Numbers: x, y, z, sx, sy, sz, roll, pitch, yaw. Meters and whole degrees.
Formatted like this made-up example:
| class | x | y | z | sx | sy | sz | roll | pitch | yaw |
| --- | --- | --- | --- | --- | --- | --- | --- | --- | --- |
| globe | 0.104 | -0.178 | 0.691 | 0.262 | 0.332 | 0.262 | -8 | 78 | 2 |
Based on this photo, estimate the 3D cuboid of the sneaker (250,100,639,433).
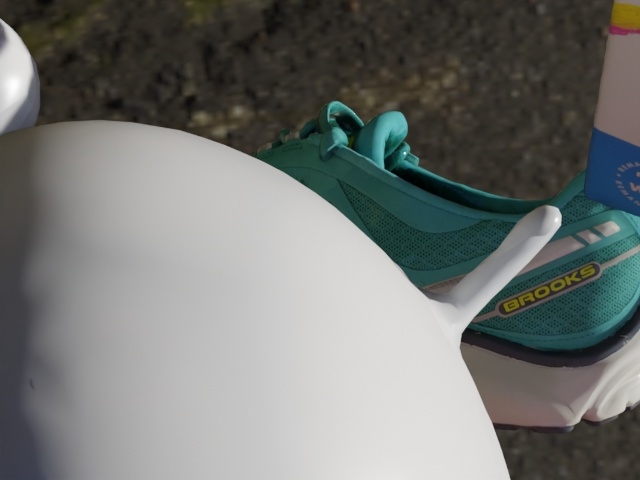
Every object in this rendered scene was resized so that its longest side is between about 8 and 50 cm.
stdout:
| class | x | y | z | sx | sy | sz | roll | pitch | yaw |
| --- | --- | --- | --- | --- | --- | --- | --- | --- | --- |
| sneaker | 0.000 | 0.000 | 0.758 | 0.107 | 0.275 | 0.110 | -31 | 124 | -70 |

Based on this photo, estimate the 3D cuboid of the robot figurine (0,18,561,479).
| class | x | y | z | sx | sy | sz | roll | pitch | yaw |
| --- | --- | --- | --- | --- | --- | --- | --- | --- | --- |
| robot figurine | -0.106 | 0.093 | 0.428 | 0.200 | 0.353 | 0.300 | 43 | 33 | -65 |

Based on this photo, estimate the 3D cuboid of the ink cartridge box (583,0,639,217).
| class | x | y | z | sx | sy | sz | roll | pitch | yaw |
| --- | --- | --- | --- | --- | --- | --- | --- | --- | --- |
| ink cartridge box | 0.158 | -0.076 | 0.564 | 0.231 | 0.134 | 0.078 | 84 | 29 | -62 |
